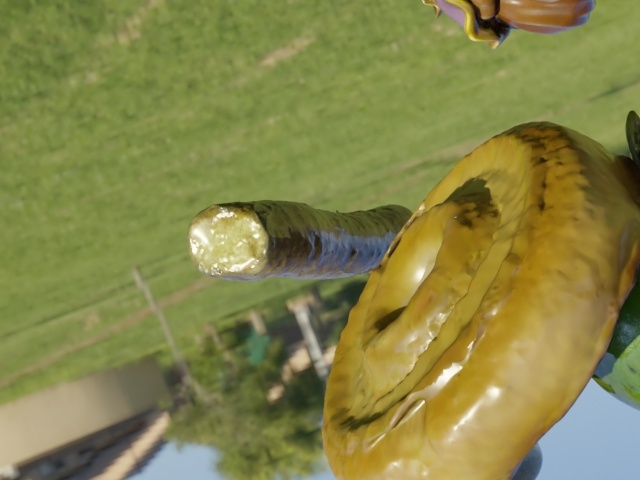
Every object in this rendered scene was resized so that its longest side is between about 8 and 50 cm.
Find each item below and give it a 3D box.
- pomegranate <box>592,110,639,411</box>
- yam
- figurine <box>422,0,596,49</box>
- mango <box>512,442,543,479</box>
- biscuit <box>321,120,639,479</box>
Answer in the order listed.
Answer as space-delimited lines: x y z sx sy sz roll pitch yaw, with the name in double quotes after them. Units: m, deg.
0.256 0.012 0.968 0.187 0.225 0.187 -9 -161 3 "pomegranate"
0.000 0.000 1.092 0.066 0.066 0.299 -21 171 25 "yam"
0.188 -0.234 1.006 0.263 0.142 0.189 -23 -177 36 "figurine"
0.114 0.293 1.475 0.289 0.146 0.129 -51 180 -16 "mango"
0.096 0.046 0.952 0.296 0.102 0.296 -51 -163 22 "biscuit"
